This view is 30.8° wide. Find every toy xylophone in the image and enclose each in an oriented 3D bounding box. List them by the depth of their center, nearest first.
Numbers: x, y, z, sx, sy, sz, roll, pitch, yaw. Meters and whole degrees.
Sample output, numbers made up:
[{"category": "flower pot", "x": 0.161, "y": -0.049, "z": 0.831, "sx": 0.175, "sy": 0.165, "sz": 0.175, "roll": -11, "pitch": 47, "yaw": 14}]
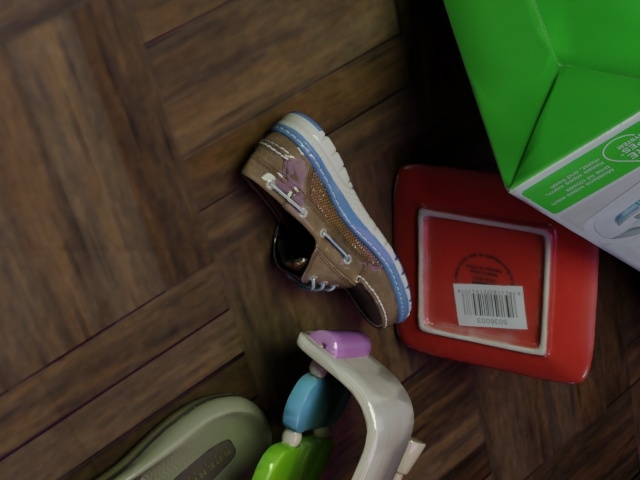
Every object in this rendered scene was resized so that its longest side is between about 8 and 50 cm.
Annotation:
[{"category": "toy xylophone", "x": -0.015, "y": 0.223, "z": 0.839, "sx": 0.322, "sy": 0.081, "sz": 0.236, "roll": -65, "pitch": 163, "yaw": -6}]

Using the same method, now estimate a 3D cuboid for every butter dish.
[{"category": "butter dish", "x": 0.146, "y": 0.010, "z": 0.898, "sx": 0.118, "sy": 0.160, "sz": 0.160, "roll": -37, "pitch": 131, "yaw": -54}]

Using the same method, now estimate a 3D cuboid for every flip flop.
[{"category": "flip flop", "x": -0.124, "y": 0.213, "z": 0.765, "sx": 0.277, "sy": 0.080, "sz": 0.112, "roll": -40, "pitch": 133, "yaw": -26}]

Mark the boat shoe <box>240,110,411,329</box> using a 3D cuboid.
[{"category": "boat shoe", "x": 0.000, "y": 0.000, "z": 0.810, "sx": 0.066, "sy": 0.066, "sz": 0.183, "roll": -40, "pitch": 119, "yaw": -16}]

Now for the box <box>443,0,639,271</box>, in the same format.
[{"category": "box", "x": 0.203, "y": -0.129, "z": 0.788, "sx": 0.127, "sy": 0.262, "sz": 0.231, "roll": -32, "pitch": 144, "yaw": 29}]
